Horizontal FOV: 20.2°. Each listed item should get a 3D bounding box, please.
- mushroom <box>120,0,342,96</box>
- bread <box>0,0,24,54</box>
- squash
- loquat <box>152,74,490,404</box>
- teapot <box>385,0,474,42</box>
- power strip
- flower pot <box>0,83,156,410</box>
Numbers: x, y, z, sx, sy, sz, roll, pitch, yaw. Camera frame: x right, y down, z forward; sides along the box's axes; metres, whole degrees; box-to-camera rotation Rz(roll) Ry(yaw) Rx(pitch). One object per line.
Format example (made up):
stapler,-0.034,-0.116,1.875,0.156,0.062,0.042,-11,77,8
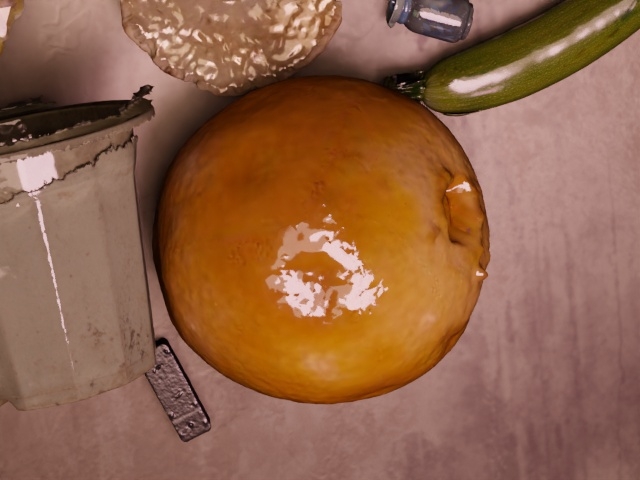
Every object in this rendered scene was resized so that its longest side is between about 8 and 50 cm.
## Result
mushroom,-0.116,-0.245,1.659,0.208,0.302,0.233,-11,95,32
bread,-0.384,-0.295,1.656,0.270,0.211,0.315,11,97,-1
squash,0.221,-0.195,1.806,0.318,0.071,0.080,-24,113,4
loquat,0.000,0.000,1.721,0.329,0.328,0.328,-2,106,-5
teapot,0.112,-0.234,1.792,0.083,0.049,0.063,13,127,-10
power strip,-0.154,0.158,1.892,0.038,0.029,0.111,-26,105,3
flower pot,-0.270,0.010,1.648,0.290,0.290,0.259,-10,103,-3
